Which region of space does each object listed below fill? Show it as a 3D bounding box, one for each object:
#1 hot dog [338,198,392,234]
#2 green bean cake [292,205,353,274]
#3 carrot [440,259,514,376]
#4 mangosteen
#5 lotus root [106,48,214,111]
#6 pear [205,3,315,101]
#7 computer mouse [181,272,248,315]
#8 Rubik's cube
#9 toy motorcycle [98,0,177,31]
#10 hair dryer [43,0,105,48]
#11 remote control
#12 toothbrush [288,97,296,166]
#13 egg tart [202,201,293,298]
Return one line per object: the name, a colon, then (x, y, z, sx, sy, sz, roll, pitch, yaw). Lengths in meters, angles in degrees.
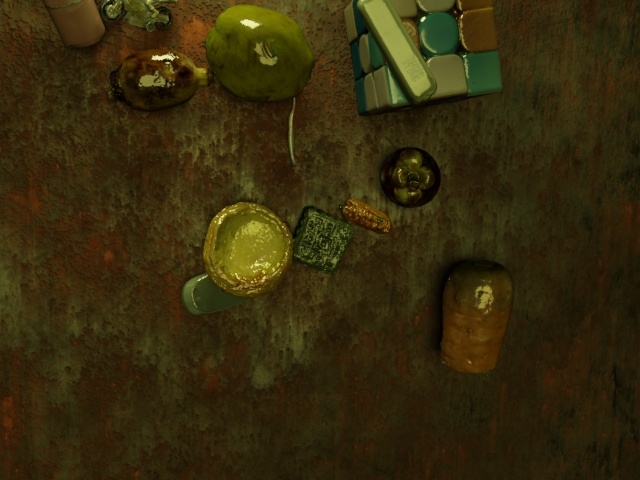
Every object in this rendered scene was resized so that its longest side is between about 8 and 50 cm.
hot dog: (0.149, -0.076, 1.990, 0.188, 0.055, 0.072, 24, 93, -13)
green bean cake: (0.000, 0.000, 1.950, 0.173, 0.094, 0.181, 25, 92, -13)
carrot: (0.502, 0.238, 2.012, 0.224, 0.224, 0.340, 1, 100, -11)
mangosteen: (0.284, -0.192, 1.922, 0.192, 0.217, 0.192, -1, 99, -4)
lotus root: (-0.461, -0.461, 1.784, 0.314, 0.141, 0.169, -12, 103, -11)
pear: (-0.173, -0.530, 1.785, 0.321, 0.269, 0.269, 35, 89, 1)
computer mouse: (-0.316, 0.153, 1.920, 0.231, 0.079, 0.128, -15, 96, -26)
Rubik's cube: (0.287, -0.564, 1.814, 0.344, 0.347, 0.346, -10, 97, -11)
toy motorcycle: (-0.506, -0.669, 1.739, 0.229, 0.074, 0.151, -9, 123, -43)
hair dryer: (-0.595, -0.703, 1.737, 0.352, 0.125, 0.210, -37, 138, -24)
remote control: (0.200, -0.500, 1.611, 0.090, 0.038, 0.309, -34, 101, -2)
toothbrush: (-0.088, -0.364, 1.929, 0.027, 0.021, 0.269, -2, 96, 2)
egg tart: (-0.221, 0.035, 1.878, 0.294, 0.123, 0.294, 5, 74, -16)
